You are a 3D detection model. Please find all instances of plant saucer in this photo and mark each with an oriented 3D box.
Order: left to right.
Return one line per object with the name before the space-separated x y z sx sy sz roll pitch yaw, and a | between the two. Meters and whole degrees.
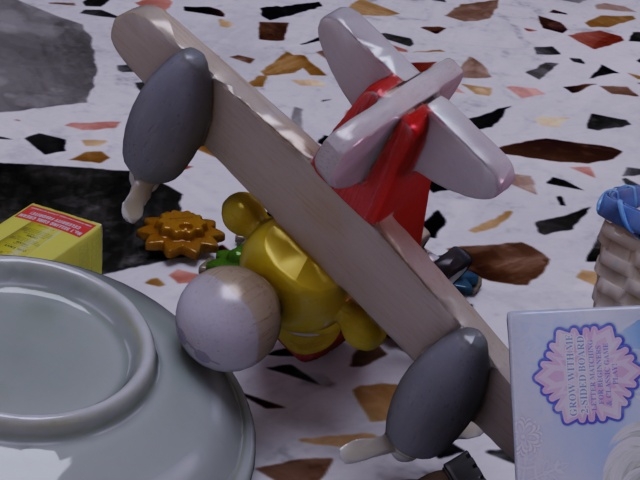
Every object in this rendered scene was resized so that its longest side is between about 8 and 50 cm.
plant saucer | -0.241 0.111 1.566 0.400 0.100 0.400 10 33 -6

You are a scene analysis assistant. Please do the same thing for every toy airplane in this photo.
toy airplane | 0.000 0.000 1.592 0.272 0.384 0.386 -40 32 -16

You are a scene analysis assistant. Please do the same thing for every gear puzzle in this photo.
gear puzzle | -0.019 0.013 1.923 0.339 0.044 0.175 15 29 20

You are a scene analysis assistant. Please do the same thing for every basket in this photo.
basket | 0.367 -0.015 1.745 0.201 0.289 0.254 22 19 34

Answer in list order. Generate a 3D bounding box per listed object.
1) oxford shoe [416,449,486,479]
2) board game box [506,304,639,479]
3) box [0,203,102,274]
oxford shoe | 0.111 0.256 1.449 0.096 0.083 0.227 -25 34 -4
board game box | 0.286 0.196 1.280 0.318 0.319 0.066 -4 -9 6
box | -0.295 0.042 1.807 0.087 0.058 0.232 17 30 23
